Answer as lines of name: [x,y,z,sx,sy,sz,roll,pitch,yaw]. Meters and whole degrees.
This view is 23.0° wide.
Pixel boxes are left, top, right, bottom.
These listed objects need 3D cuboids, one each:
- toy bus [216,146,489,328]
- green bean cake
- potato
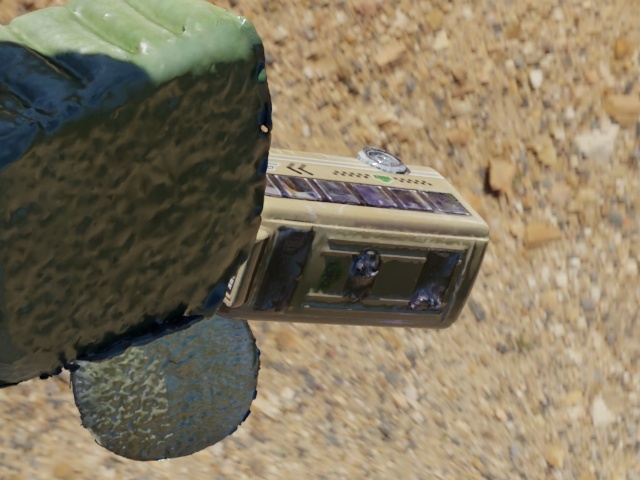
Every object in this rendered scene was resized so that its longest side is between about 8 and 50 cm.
toy bus: [0.000,0.000,1.418,0.157,0.289,0.139,45,121,49]
green bean cake: [-0.140,-0.036,0.985,0.227,0.223,0.125,-24,44,-32]
potato: [-0.155,0.102,1.524,0.182,0.202,0.117,-14,34,-5]
